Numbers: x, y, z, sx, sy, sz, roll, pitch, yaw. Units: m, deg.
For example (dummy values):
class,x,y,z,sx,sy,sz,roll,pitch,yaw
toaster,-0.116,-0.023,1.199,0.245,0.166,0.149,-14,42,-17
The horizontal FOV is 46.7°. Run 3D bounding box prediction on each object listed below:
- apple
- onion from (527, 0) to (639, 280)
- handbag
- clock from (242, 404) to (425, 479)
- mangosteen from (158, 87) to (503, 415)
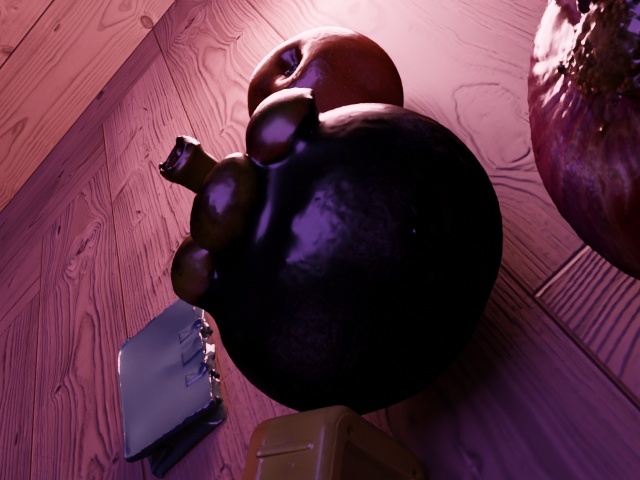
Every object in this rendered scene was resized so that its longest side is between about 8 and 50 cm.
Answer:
class,x,y,z,sx,sy,sz,roll,pitch,yaw
apple,0.001,-0.177,0.939,0.201,0.162,0.201,-35,34,28
onion,0.256,-0.077,0.476,0.230,0.273,0.256,123,167,-49
handbag,-0.193,0.177,0.955,0.144,0.057,0.221,-40,34,12
clock,0.005,0.240,0.551,0.096,0.143,0.202,-20,44,32
mangosteen,0.000,0.000,0.641,0.274,0.302,0.275,-58,5,9
